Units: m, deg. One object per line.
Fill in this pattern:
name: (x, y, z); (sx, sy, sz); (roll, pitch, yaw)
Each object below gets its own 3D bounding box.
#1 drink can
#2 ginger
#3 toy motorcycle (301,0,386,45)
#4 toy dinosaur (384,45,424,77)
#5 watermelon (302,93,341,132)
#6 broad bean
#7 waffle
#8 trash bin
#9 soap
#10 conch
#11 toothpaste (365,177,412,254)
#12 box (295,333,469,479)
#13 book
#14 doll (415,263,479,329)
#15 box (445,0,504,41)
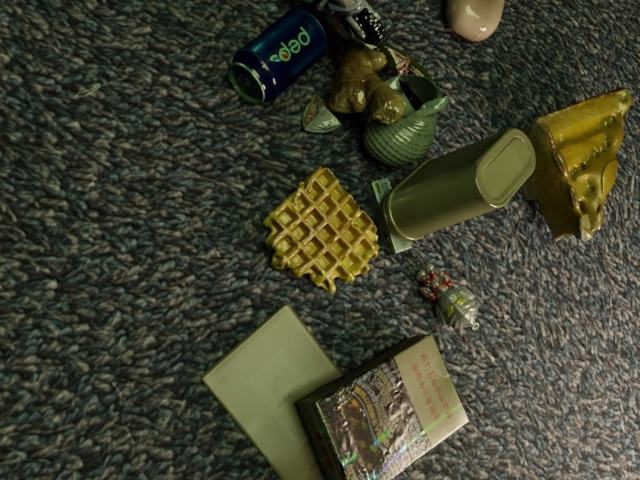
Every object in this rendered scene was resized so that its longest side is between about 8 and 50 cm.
drink can: (-0.084, -0.369, 1.160); (0.118, 0.118, 0.205); (46, 65, -9)
ginger: (0.073, -0.358, 1.215); (0.081, 0.147, 0.334); (26, 44, -52)
toy motorcycle: (0.019, -0.492, 1.164); (0.270, 0.159, 0.106); (42, 94, 25)
toy dinosaur: (0.199, -0.343, 1.301); (0.108, 0.032, 0.220); (-40, 117, -3)
watermelon: (0.007, -0.262, 1.208); (0.085, 0.061, 0.085); (1, 82, -8)
broad bean: (0.177, -0.404, 1.320); (0.254, 0.046, 0.065); (28, 83, -17)
waffle: (0.000, 0.000, 1.156); (0.219, 0.057, 0.229); (-44, 99, -24)
trash bin: (0.281, -0.113, 1.175); (0.243, 0.247, 0.121); (-41, 103, -38)
soap: (0.666, -0.187, 1.423); (0.338, 0.169, 0.305); (-22, 89, -24)
conch: (0.182, -0.248, 1.239); (0.199, 0.131, 0.173); (-22, 59, 10)
toothpaste: (0.148, -0.051, 1.242); (0.046, 0.034, 0.164); (-18, 87, -25)
box: (0.127, 0.332, 1.109); (0.310, 0.084, 0.198); (-21, 88, -33)
book: (-0.049, 0.306, 1.094); (0.217, 0.021, 0.310); (-40, 96, -24)
doll: (0.278, 0.129, 1.247); (0.094, 0.079, 0.180); (-43, 91, 4)
box: (0.382, -0.590, 1.422); (0.145, 0.088, 0.201); (21, 73, -17)
